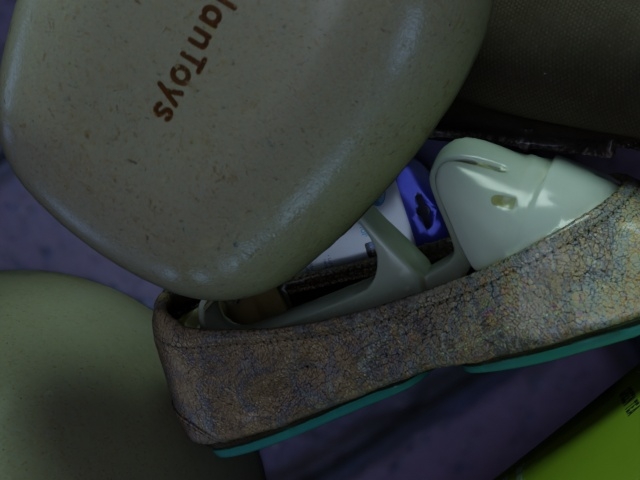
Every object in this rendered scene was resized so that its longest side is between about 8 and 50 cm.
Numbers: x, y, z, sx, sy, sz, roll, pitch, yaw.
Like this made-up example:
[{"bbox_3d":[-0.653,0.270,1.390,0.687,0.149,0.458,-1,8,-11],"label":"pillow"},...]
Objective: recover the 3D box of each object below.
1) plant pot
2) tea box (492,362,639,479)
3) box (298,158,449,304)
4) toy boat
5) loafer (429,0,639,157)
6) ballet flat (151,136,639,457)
[{"bbox_3d":[-0.187,0.169,0.756,0.284,0.191,0.284,2,98,14],"label":"plant pot"},{"bbox_3d":[0.181,0.242,0.583,0.323,0.220,0.329,-40,91,9],"label":"tea box"},{"bbox_3d":[0.000,0.000,0.767,0.136,0.028,0.081,-16,94,14],"label":"box"},{"bbox_3d":[-0.075,-0.146,0.635,0.318,0.148,0.267,39,112,4],"label":"toy boat"},{"bbox_3d":[0.142,-0.104,0.659,0.366,0.130,0.133,2,99,14],"label":"loafer"},{"bbox_3d":[0.050,0.016,0.677,0.316,0.107,0.106,-21,100,22],"label":"ballet flat"}]
